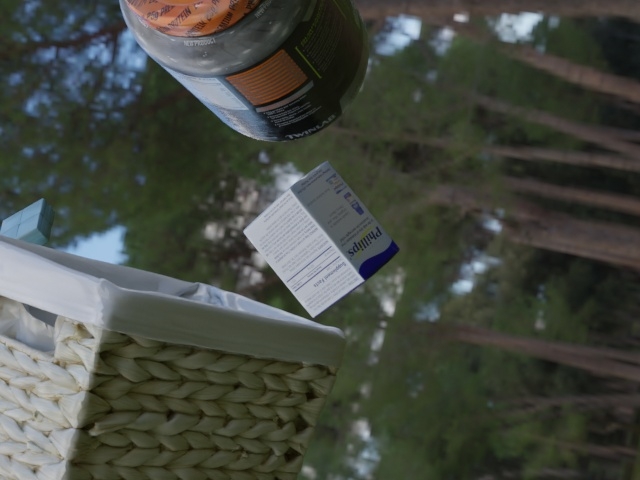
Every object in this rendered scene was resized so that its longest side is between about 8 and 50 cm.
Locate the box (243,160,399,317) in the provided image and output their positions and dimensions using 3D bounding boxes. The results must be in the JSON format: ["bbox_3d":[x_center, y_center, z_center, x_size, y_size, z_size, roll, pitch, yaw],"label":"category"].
[{"bbox_3d":[0.000,0.000,1.568,0.072,0.137,0.126,-39,0,-37],"label":"box"}]

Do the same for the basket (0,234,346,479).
[{"bbox_3d":[-0.087,0.068,0.638,0.167,0.113,0.103,17,-91,-50],"label":"basket"}]

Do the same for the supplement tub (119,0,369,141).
[{"bbox_3d":[-0.075,-0.226,1.326,0.316,0.193,0.194,41,-118,-71],"label":"supplement tub"}]

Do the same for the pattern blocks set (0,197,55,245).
[{"bbox_3d":[-0.294,0.096,1.041,0.026,0.285,0.325,53,-172,-31],"label":"pattern blocks set"}]
